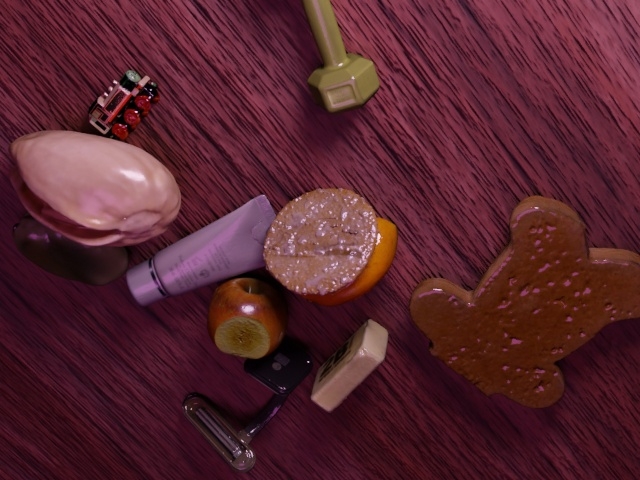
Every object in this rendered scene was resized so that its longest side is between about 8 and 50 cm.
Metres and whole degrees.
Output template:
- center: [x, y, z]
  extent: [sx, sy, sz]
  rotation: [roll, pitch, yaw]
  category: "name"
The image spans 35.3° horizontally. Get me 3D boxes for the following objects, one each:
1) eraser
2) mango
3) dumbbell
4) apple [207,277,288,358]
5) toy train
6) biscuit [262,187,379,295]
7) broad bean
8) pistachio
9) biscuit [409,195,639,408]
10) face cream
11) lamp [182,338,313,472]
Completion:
- center: [0.057, 0.244, 1.968]
  extent: [0.058, 0.117, 0.172]
  rotation: [38, 117, -9]
  category: "eraser"
- center: [0.047, 0.035, 1.844]
  extent: [0.219, 0.112, 0.145]
  rotation: [-31, 70, 11]
  category: "mango"
- center: [0.003, -0.358, 1.637]
  extent: [0.121, 0.108, 0.302]
  rotation: [-13, 117, 14]
  category: "dumbbell"
- center: [-0.137, 0.154, 1.911]
  extent: [0.146, 0.163, 0.147]
  rotation: [15, 108, 5]
  category: "apple"
- center: [-0.347, -0.242, 1.782]
  extent: [0.087, 0.050, 0.138]
  rotation: [40, 116, -11]
  category: "toy train"
- center: [0.000, 0.001, 1.796]
  extent: [0.219, 0.220, 0.033]
  rotation: [-10, 149, 13]
  category: "biscuit"
- center: [-0.477, 0.015, 1.911]
  extent: [0.227, 0.100, 0.169]
  rotation: [18, 143, 6]
  category: "broad bean"
- center: [-0.404, -0.100, 1.786]
  extent: [0.318, 0.214, 0.193]
  rotation: [24, 138, 5]
  category: "pistachio"
- center: [0.383, 0.114, 1.881]
  extent: [0.368, 0.076, 0.394]
  rotation: [33, 115, -11]
  category: "biscuit"
- center: [-0.216, 0.033, 1.906]
  extent: [0.314, 0.089, 0.143]
  rotation: [-22, 114, 10]
  category: "face cream"
- center: [-0.155, 0.304, 2.050]
  extent: [0.203, 0.124, 0.283]
  rotation: [35, 123, 11]
  category: "lamp"
